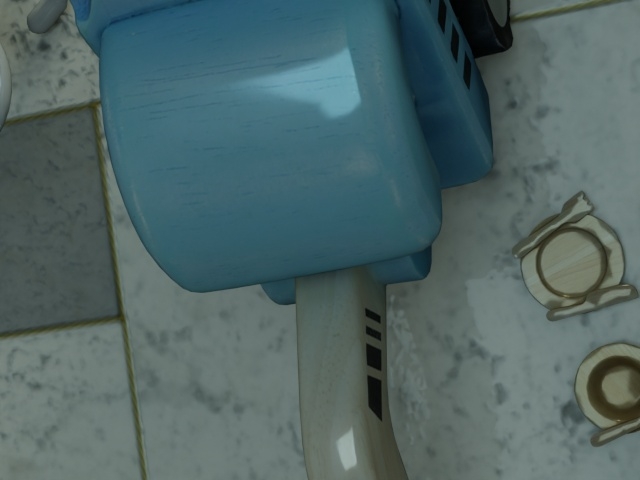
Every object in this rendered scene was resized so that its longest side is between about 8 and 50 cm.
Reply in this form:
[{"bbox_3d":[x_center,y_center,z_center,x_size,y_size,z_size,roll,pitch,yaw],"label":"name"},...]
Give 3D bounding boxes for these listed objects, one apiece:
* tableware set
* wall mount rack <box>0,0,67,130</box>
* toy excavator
[{"bbox_3d":[0.204,0.042,0.891,0.141,0.020,0.169,-22,82,16],"label":"tableware set"},{"bbox_3d":[-0.350,-0.142,1.021,0.304,0.130,0.350,-45,77,8],"label":"wall mount rack"},{"bbox_3d":[0.000,0.000,0.833,0.222,0.433,0.445,-8,58,17],"label":"toy excavator"}]
